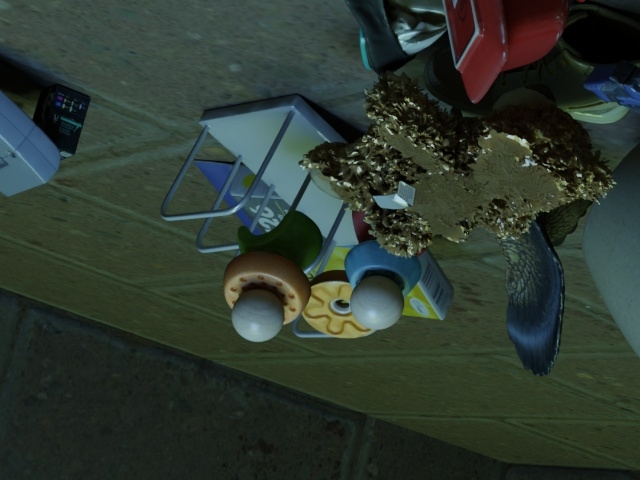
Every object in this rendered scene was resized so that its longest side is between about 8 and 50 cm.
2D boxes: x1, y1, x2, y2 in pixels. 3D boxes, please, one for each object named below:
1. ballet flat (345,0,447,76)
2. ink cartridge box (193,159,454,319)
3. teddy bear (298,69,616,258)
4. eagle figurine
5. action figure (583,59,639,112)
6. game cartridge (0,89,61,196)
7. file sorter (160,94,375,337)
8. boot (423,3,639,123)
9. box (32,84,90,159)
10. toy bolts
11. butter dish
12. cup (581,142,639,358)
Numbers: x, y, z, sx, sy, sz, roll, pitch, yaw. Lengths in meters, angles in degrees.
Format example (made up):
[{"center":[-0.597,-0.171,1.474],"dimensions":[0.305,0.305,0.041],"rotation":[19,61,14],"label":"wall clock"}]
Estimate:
[{"center":[0.067,-0.222,1.487],"dimensions":[0.096,0.095,0.280],"rotation":[3,164,16],"label":"ballet flat"},{"center":[0.000,0.000,2.330],"dimensions":[0.307,0.072,0.303],"rotation":[3,149,30],"label":"ink cartridge box"},{"center":[0.130,-0.078,1.604],"dimensions":[0.245,0.113,0.338],"rotation":[34,150,-11],"label":"teddy bear"},{"center":[0.233,-0.019,1.885],"dimensions":[0.298,0.226,0.225],"rotation":[45,-178,-31],"label":"eagle figurine"},{"center":[0.398,-0.157,1.377],"dimensions":[0.330,0.178,0.341],"rotation":[33,171,-35],"label":"action figure"},{"center":[-0.471,-0.173,2.072],"dimensions":[0.294,0.060,0.196],"rotation":[42,159,-21],"label":"game cartridge"},{"center":[-0.034,-0.023,2.045],"dimensions":[0.193,0.173,0.278],"rotation":[-5,140,49],"label":"file sorter"},{"center":[0.212,-0.175,1.570],"dimensions":[0.213,0.077,0.165],"rotation":[8,166,0],"label":"boot"},{"center":[-0.346,-0.154,2.136],"dimensions":[0.052,0.083,0.062],"rotation":[21,164,-28],"label":"box"},{"center":[0.023,0.069,1.855],"dimensions":[0.228,0.158,0.218],"rotation":[-19,128,29],"label":"toy bolts"},{"center":[0.170,-0.213,1.372],"dimensions":[0.118,0.160,0.160],"rotation":[-9,169,-7],"label":"butter dish"},{"center":[0.421,0.013,1.720],"dimensions":[0.237,0.331,0.331],"rotation":[35,178,30],"label":"cup"}]
